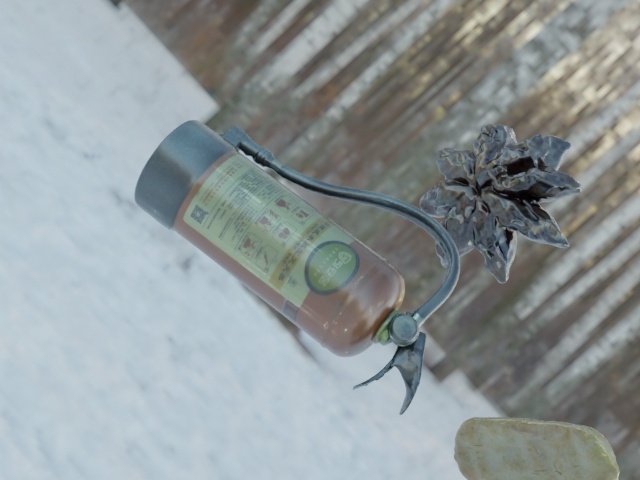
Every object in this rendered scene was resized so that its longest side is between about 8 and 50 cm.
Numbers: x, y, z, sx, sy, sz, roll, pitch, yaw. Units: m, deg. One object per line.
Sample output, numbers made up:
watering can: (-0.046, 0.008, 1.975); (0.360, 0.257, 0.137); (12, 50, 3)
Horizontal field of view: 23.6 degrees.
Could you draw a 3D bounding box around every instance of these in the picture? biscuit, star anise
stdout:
biscuit: (0.175, 0.179, 1.255); (0.018, 0.147, 0.071); (-33, 118, -54)
star anise: (0.241, -0.070, 2.116); (0.109, 0.236, 0.223); (44, 22, -48)

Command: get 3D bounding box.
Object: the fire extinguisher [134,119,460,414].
fire extinguisher: (-0.002, -0.001, 1.623); (0.376, 0.200, 0.113); (39, -4, 12)
